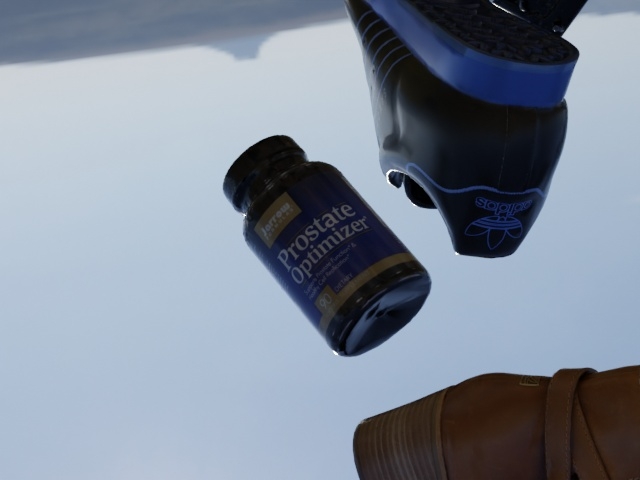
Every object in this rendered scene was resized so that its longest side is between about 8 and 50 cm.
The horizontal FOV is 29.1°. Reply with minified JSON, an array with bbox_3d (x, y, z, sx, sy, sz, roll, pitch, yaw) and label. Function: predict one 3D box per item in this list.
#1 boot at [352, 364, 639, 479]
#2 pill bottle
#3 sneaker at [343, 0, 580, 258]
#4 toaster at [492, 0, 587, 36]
[{"bbox_3d":[0.170,0.215,0.843,0.220,0.283,0.109,-17,-171,28],"label":"boot"},{"bbox_3d":[0.000,0.000,1.229,0.123,0.123,0.219,-17,-124,-41],"label":"pill bottle"},{"bbox_3d":[0.051,-0.072,0.576,0.081,0.090,0.232,5,-158,-10],"label":"sneaker"},{"bbox_3d":[0.130,-0.250,0.813,0.185,0.168,0.110,28,-136,-4],"label":"toaster"}]
